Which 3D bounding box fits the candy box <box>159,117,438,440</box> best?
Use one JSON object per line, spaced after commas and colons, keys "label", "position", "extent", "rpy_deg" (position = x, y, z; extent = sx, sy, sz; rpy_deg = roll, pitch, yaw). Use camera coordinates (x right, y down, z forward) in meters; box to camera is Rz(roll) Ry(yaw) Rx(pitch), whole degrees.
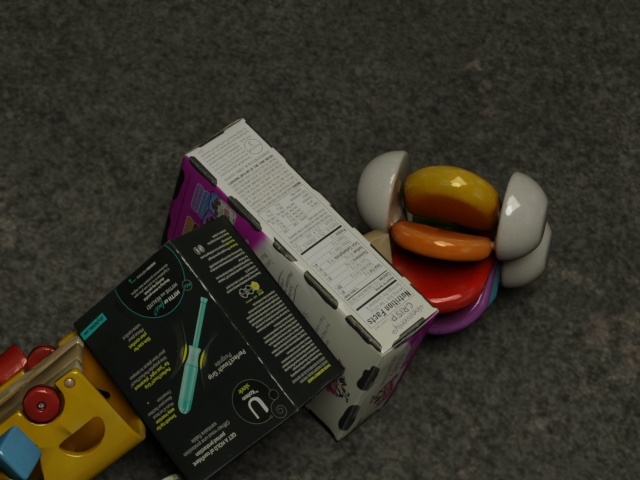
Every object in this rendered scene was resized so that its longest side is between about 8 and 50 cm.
{"label": "candy box", "position": [-0.024, 0.033, 1.365], "extent": [0.071, 0.159, 0.233], "rpy_deg": [-35, 73, -30]}

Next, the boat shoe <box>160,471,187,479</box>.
{"label": "boat shoe", "position": [-0.172, 0.253, 1.257], "extent": [0.219, 0.078, 0.070], "rpy_deg": [-29, 46, -22]}

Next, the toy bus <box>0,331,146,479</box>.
{"label": "toy bus", "position": [-0.229, 0.168, 1.268], "extent": [0.104, 0.202, 0.191], "rpy_deg": [51, 50, -18]}

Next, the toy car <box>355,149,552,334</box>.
{"label": "toy car", "position": [0.109, 0.011, 1.408], "extent": [0.159, 0.182, 0.136], "rpy_deg": [10, 73, 13]}

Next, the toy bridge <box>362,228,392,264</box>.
{"label": "toy bridge", "position": [0.000, 0.000, 1.414], "extent": [0.026, 0.063, 0.188], "rpy_deg": [-24, 31, -28]}

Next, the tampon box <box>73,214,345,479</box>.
{"label": "tampon box", "position": [-0.086, 0.085, 1.287], "extent": [0.161, 0.120, 0.101], "rpy_deg": [53, 26, 3]}
